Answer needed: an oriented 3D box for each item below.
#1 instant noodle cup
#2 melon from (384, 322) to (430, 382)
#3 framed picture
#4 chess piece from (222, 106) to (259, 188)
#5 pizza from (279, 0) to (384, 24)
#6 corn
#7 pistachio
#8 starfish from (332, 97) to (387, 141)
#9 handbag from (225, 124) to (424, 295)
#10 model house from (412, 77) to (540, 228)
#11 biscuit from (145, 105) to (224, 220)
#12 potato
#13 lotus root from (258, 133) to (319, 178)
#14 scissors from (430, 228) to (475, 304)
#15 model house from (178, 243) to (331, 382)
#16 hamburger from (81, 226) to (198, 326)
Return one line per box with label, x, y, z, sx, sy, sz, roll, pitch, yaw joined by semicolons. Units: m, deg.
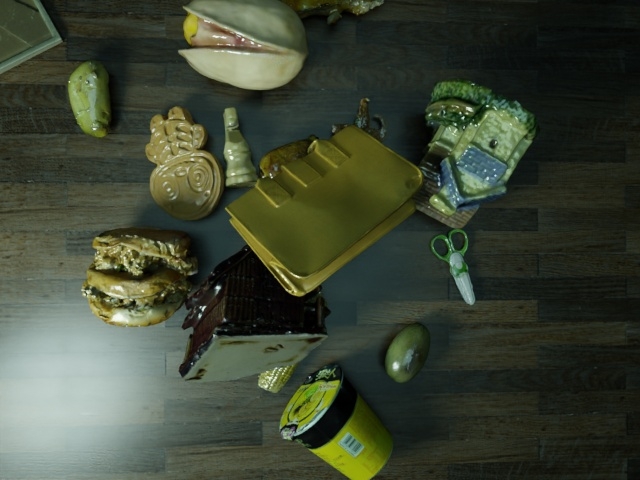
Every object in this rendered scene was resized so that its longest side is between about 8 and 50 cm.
instant noodle cup;0.050;0.461;1.208;0.215;0.215;0.236;-45;99;-3
melon;0.227;0.288;1.264;0.099;0.099;0.162;32;85;-3
framed picture;-0.898;-0.624;1.231;0.326;0.028;0.446;-28;92;-4
chess piece;-0.216;-0.236;1.243;0.090;0.090;0.201;-11;89;-4
pizza;0.026;-0.647;1.271;0.296;0.071;0.189;-11;78;-7
corn;-0.066;0.257;1.254;0.086;0.086;0.288;29;89;-3
pistachio;-0.179;-0.478;1.177;0.308;0.230;0.230;10;89;-7
starfish;0.099;-0.277;1.292;0.150;0.053;0.210;12;85;-16
handbag;0.014;-0.086;1.132;0.401;0.133;0.283;-37;69;-19
model house;0.320;-0.191;1.174;0.261;0.321;0.266;29;89;3
biscuit;-0.347;-0.191;1.230;0.202;0.044;0.289;-12;91;16
potato;-0.570;-0.351;1.223;0.105;0.085;0.188;-7;94;17
lotus root;-0.070;-0.206;1.252;0.190;0.094;0.108;-37;127;-8
scissors;0.367;0.074;1.308;0.101;0.027;0.205;-19;89;-2
model house;-0.169;0.161;1.189;0.297;0.317;0.283;13;48;-27
hamburger;-0.434;0.071;1.151;0.245;0.260;0.211;12;106;27
